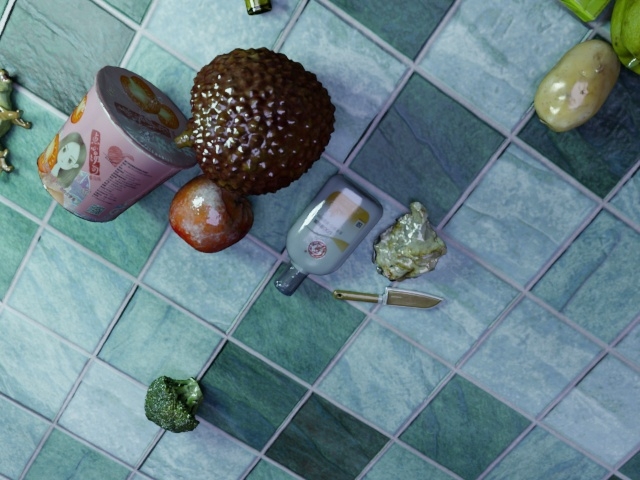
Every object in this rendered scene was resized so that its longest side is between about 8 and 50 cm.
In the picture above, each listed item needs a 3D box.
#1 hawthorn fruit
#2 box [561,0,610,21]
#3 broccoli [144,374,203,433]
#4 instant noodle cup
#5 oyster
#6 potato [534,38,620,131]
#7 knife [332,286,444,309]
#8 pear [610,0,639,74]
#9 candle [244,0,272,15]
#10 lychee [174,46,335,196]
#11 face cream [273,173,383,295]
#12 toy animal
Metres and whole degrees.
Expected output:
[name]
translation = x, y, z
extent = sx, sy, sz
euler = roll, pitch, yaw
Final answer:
[hawthorn fruit]
translation = -0.231, -0.055, 1.108
extent = 0.172, 0.173, 0.173
euler = 1, 109, 4
[box]
translation = 0.428, -0.577, 0.949
extent = 0.335, 0.047, 0.187
euler = 36, 107, -7
[broccoli]
translation = -0.355, 0.401, 1.291
extent = 0.137, 0.146, 0.162
euler = -26, 90, -20
[instant noodle cup]
translation = -0.405, -0.176, 1.053
extent = 0.231, 0.243, 0.243
euler = -35, 103, 22
[oyster]
translation = 0.190, 0.010, 1.147
extent = 0.163, 0.081, 0.191
euler = -2, 105, 9
[potato]
translation = 0.488, -0.295, 1.007
extent = 0.118, 0.109, 0.178
euler = 38, 102, 14
[knife]
translation = 0.156, 0.130, 1.216
extent = 0.255, 0.022, 0.046
euler = 6, 105, 2
[pear]
translation = 0.641, -0.411, 0.876
extent = 0.269, 0.269, 0.321
euler = 43, 99, -10
[candle]
translation = -0.131, -0.503, 1.010
extent = 0.051, 0.052, 0.131
euler = -12, 106, 8
[lychee]
translation = -0.122, -0.221, 0.989
extent = 0.304, 0.276, 0.276
euler = -14, 108, -7
[face cream]
translation = 0.000, 0.000, 1.157
extent = 0.144, 0.071, 0.291
euler = 38, 107, -9
[toy animal]
translation = -0.688, -0.244, 1.137
extent = 0.099, 0.057, 0.241
euler = 30, 110, 1
